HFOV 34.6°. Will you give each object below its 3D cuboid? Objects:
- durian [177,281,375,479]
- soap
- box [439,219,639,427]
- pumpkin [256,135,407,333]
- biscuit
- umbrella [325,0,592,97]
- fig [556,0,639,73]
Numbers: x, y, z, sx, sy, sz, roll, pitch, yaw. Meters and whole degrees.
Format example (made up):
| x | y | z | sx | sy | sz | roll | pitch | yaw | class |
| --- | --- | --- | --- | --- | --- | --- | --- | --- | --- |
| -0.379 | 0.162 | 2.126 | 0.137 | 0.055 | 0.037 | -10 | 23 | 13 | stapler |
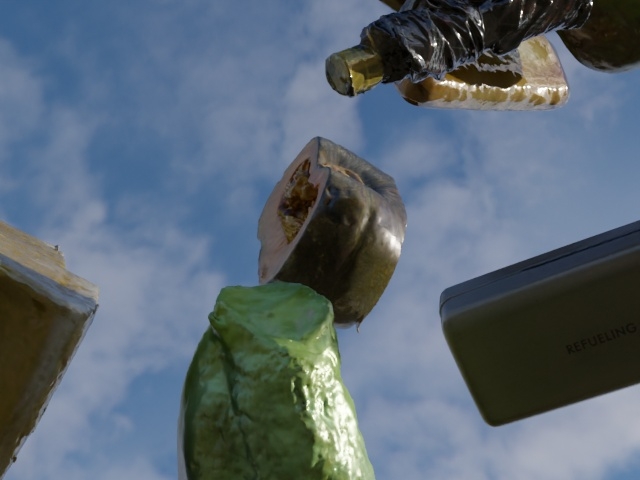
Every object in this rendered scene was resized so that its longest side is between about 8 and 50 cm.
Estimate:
| x | y | z | sx | sy | sz | roll | pitch | yaw | class |
| --- | --- | --- | --- | --- | --- | --- | --- | --- | --- |
| -0.028 | 0.149 | 0.604 | 0.101 | 0.139 | 0.250 | -3 | -87 | -22 | durian |
| -0.315 | 0.143 | 0.770 | 0.169 | 0.304 | 0.338 | 30 | -93 | -13 | soap |
| 0.208 | 0.045 | 0.695 | 0.244 | 0.055 | 0.103 | -21 | -70 | 14 | box |
| 0.000 | 0.000 | 1.354 | 0.139 | 0.317 | 0.222 | 25 | -73 | -17 | pumpkin |
| 0.155 | -0.249 | 1.142 | 0.291 | 0.237 | 0.062 | -8 | -16 | -45 | biscuit |
| 0.067 | -0.100 | 0.478 | 0.144 | 0.040 | 0.037 | -23 | -2 | -24 | umbrella |
| 0.345 | -0.293 | 1.098 | 0.233 | 0.167 | 0.167 | -48 | -57 | -3 | fig |
